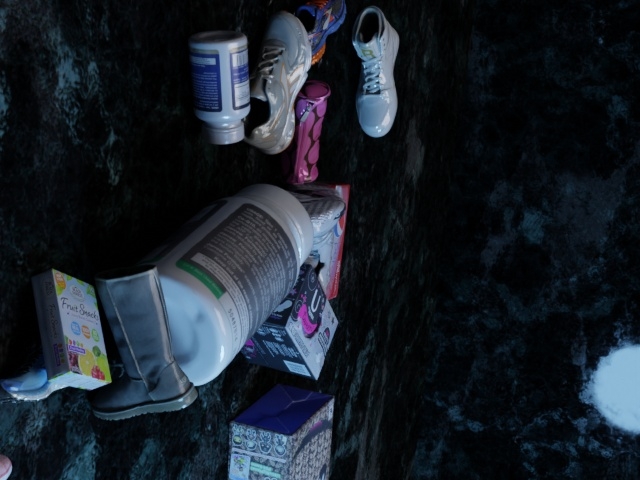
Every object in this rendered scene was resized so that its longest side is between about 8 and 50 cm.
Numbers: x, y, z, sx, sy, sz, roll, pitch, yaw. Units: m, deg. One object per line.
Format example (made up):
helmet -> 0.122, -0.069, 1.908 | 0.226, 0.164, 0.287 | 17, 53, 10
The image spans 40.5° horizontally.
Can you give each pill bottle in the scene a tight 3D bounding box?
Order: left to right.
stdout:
pill bottle -> -0.162, -0.247, 1.401 | 0.094, 0.094, 0.169 | -45, 140, -57
pill bottle -> -0.156, 0.054, 1.388 | 0.361, 0.204, 0.204 | -48, 142, -54

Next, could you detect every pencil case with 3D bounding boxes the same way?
pencil case -> -0.035, -0.208, 1.710 | 0.098, 0.095, 0.209 | -111, -157, -53

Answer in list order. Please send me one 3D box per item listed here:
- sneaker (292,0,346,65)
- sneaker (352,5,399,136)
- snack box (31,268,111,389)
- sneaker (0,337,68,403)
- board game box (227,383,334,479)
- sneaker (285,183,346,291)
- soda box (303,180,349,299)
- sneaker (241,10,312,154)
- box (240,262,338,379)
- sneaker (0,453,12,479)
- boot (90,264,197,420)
sneaker -> -0.010, -0.447, 1.737 | 0.087, 0.083, 0.221 | 64, 38, -49
sneaker -> 0.118, -0.407, 2.063 | 0.169, 0.108, 0.293 | 34, 57, -65
snack box -> -0.323, 0.117, 1.127 | 0.100, 0.037, 0.141 | 46, 26, -66
sneaker -> -0.369, 0.163, 1.108 | 0.162, 0.063, 0.073 | -23, 105, -73
board game box -> -0.085, 0.488, 1.843 | 0.232, 0.141, 0.291 | -27, 123, -65
sneaker -> -0.028, 0.007, 1.707 | 0.366, 0.137, 0.210 | -78, 175, -80
soda box -> 0.000, 0.000, 1.941 | 0.092, 0.083, 0.263 | -13, 111, -68
sneaker -> -0.090, -0.291, 1.575 | 0.121, 0.099, 0.262 | 2, 96, -65
box -> -0.079, 0.146, 1.682 | 0.247, 0.163, 0.142 | 65, 41, -56
sneaker -> -0.413, 0.259, 1.018 | 0.134, 0.051, 0.070 | -6, 109, -64
boot -> -0.278, 0.144, 1.223 | 0.076, 0.189, 0.209 | -63, 135, -62
